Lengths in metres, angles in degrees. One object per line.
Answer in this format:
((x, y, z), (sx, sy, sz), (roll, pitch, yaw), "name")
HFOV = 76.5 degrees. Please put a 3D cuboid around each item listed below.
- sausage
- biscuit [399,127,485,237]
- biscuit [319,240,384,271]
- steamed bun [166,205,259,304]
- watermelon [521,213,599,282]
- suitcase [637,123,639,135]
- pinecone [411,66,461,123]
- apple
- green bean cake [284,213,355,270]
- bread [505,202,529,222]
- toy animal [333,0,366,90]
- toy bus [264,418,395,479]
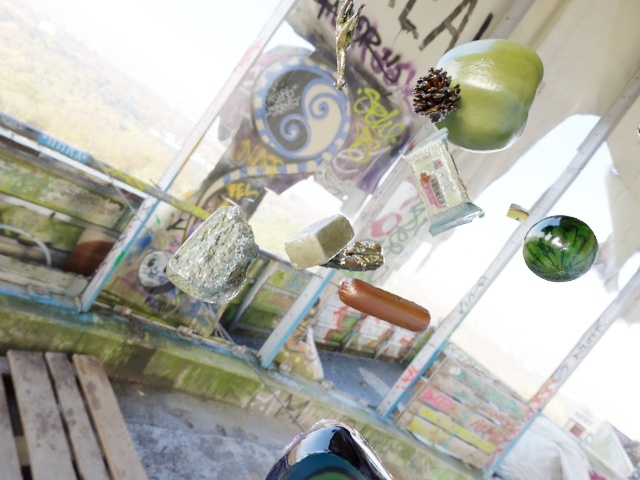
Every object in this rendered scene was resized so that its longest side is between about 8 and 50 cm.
((0.225, 0.226, 1.389), (0.349, 0.097, 0.094), (22, 12, -7), "sausage")
((0.386, -0.184, 1.306), (0.079, 0.186, 0.309), (-6, 75, -54), "biscuit")
((0.082, 0.060, 1.760), (0.367, 0.115, 0.268), (9, -15, -2), "biscuit")
((-0.241, 0.041, 0.982), (0.170, 0.225, 0.200), (35, -27, -4), "steamed bun")
((0.830, 0.030, 1.415), (0.242, 0.242, 0.242), (36, 5, -3), "watermelon")
((1.140, -0.381, 1.191), (0.161, 0.297, 0.236), (49, -1, -4), "suitcase")
((0.367, -0.464, 1.297), (0.174, 0.173, 0.173), (36, 5, -3), "pinecone")
((0.550, -0.500, 1.422), (0.361, 0.320, 0.311), (20, -21, 23), "apple")
((0.000, 0.000, 1.029), (0.179, 0.109, 0.085), (-37, 106, -52), "green bean cake")
((0.875, -0.126, 1.802), (0.088, 0.049, 0.226), (25, 21, 22), "bread")
((0.077, -0.612, 1.258), (0.054, 0.275, 0.149), (2, 30, -26), "toy animal")
((0.064, 0.342, 0.443), (0.302, 0.127, 0.147), (50, -8, 9), "toy bus")
